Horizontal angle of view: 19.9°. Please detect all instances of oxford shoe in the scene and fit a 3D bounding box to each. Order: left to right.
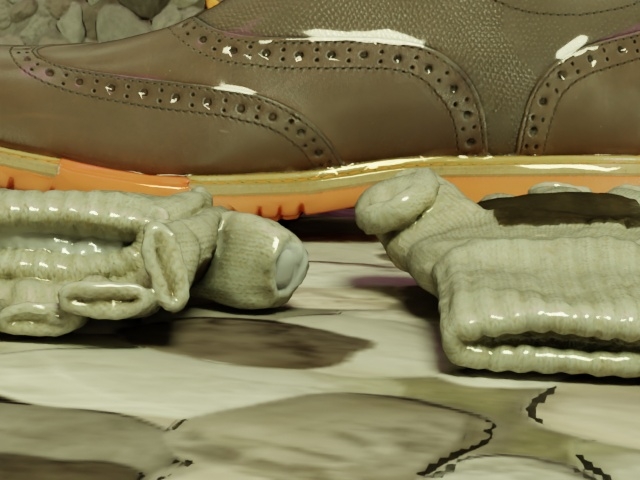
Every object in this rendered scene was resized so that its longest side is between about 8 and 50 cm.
[{"bbox_3d":[-0.009,-0.072,0.757,0.364,0.132,0.130,2,6,-5],"label":"oxford shoe"}]

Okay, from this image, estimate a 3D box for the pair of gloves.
[{"bbox_3d":[0.000,0.000,0.583,0.240,0.042,0.204,3,8,9],"label":"pair of gloves"}]
